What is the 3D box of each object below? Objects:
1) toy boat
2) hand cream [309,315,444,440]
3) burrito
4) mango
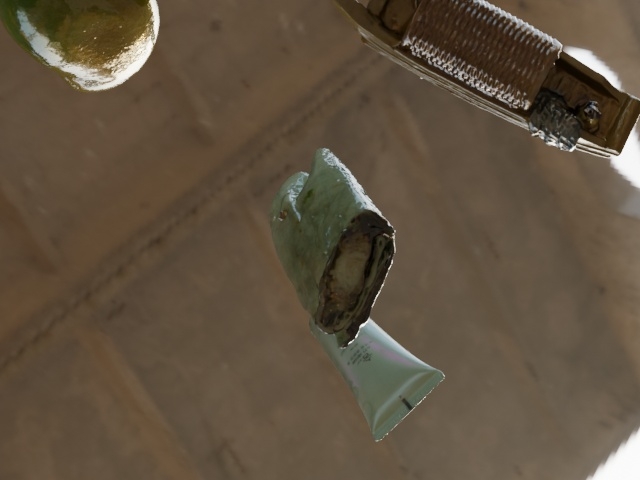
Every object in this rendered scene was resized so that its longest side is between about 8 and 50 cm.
[{"bbox_3d":[0.156,-0.175,1.510,0.089,0.310,0.115,-59,-6,-10],"label":"toy boat"},{"bbox_3d":[0.043,0.104,1.395,0.078,0.205,0.050,-42,-64,0],"label":"hand cream"},{"bbox_3d":[0.001,-0.003,0.847,0.044,0.118,0.074,11,-67,-25],"label":"burrito"},{"bbox_3d":[-0.202,-0.196,1.380,0.122,0.085,0.191,-33,-23,8],"label":"mango"}]
